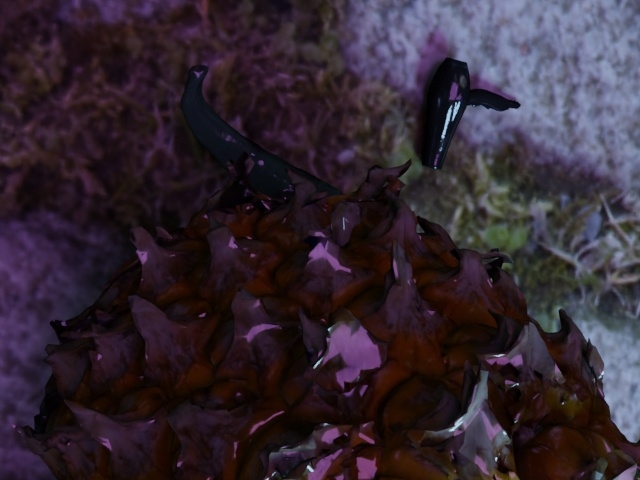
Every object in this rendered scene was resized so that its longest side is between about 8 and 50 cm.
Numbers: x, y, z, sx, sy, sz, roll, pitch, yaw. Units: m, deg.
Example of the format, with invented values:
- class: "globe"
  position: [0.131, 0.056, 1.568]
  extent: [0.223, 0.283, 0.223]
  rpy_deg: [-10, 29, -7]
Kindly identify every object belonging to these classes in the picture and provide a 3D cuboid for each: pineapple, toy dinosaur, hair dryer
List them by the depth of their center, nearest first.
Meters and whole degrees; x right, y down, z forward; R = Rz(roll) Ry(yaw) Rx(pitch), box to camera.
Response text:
- class: "pineapple"
  position: [0.016, 0.149, 0.727]
  extent: [0.352, 0.300, 0.353]
  rpy_deg: [-10, 118, -19]
- class: "toy dinosaur"
  position: [-0.009, 0.015, 0.897]
  extent: [0.292, 0.079, 0.120]
  rpy_deg: [36, 75, -25]
- class: "hair dryer"
  position: [0.111, -0.089, 0.968]
  extent: [0.083, 0.031, 0.079]
  rpy_deg: [3, 104, -32]
